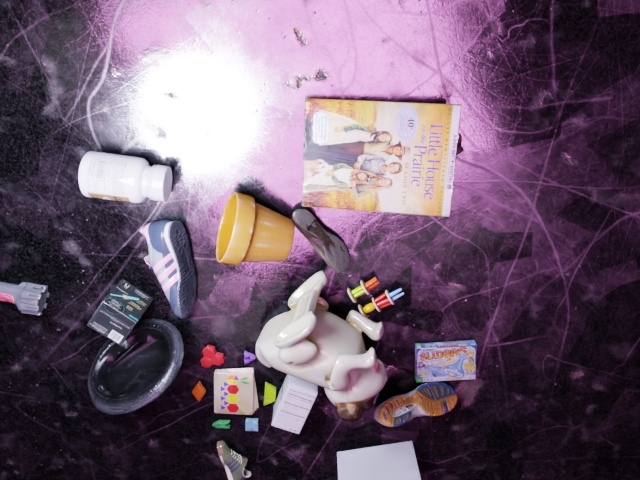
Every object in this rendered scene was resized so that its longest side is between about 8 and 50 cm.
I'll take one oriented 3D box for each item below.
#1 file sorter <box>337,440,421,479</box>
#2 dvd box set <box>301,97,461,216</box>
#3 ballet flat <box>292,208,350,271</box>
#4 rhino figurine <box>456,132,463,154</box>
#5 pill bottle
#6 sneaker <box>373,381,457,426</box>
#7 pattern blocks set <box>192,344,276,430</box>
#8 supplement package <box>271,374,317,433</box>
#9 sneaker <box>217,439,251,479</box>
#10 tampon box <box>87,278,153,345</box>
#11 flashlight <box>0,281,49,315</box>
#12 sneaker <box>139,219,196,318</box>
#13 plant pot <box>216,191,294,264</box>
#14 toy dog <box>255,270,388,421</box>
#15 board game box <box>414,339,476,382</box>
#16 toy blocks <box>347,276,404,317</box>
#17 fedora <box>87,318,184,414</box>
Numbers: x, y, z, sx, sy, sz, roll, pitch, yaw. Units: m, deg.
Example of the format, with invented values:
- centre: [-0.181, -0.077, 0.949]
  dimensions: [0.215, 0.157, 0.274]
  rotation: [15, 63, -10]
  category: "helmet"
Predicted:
- centre: [0.212, 0.859, 1.850]
  dimensions: [0.277, 0.193, 0.173]
  rotation: [-11, 113, 4]
  category: "file sorter"
- centre: [0.160, -0.230, 1.456]
  dimensions: [0.419, 0.062, 0.308]
  rotation: [5, 106, 8]
  category: "dvd box set"
- centre: [0.000, 0.000, 1.600]
  dimensions: [0.250, 0.058, 0.084]
  rotation: [46, 69, -21]
  category: "ballet flat"
- centre: [0.325, -0.206, 1.509]
  dimensions: [0.106, 0.073, 0.243]
  rotation: [32, 106, -15]
  category: "rhino figurine"
- centre: [-0.547, -0.174, 1.488]
  dimensions: [0.229, 0.131, 0.131]
  rotation: [7, 111, -3]
  category: "pill bottle"
- centre: [0.316, 0.553, 1.790]
  dimensions: [0.296, 0.131, 0.112]
  rotation: [-7, 75, -17]
  category: "sneaker"
- centre: [-0.294, 0.516, 1.805]
  dimensions: [0.285, 0.026, 0.325]
  rotation: [11, 110, -4]
  category: "pattern blocks set"
- centre: [-0.087, 0.539, 1.772]
  dimensions: [0.105, 0.105, 0.180]
  rotation: [20, 109, -7]
  category: "supplement package"
- centre: [-0.307, 0.793, 1.895]
  dimensions: [0.086, 0.064, 0.192]
  rotation: [-15, 110, -3]
  category: "sneaker"
- centre: [-0.614, 0.218, 1.620]
  dimensions: [0.120, 0.161, 0.101]
  rotation: [36, 107, -11]
  category: "tampon box"
- centre: [-1.020, 0.174, 1.638]
  dimensions: [0.303, 0.103, 0.103]
  rotation: [12, 137, -6]
  category: "flashlight"
- centre: [-0.468, 0.088, 1.615]
  dimensions: [0.130, 0.112, 0.320]
  rotation: [2, 109, 17]
  category: "sneaker"
- centre: [-0.184, -0.019, 1.525]
  dimensions: [0.187, 0.205, 0.205]
  rotation: [13, 111, -22]
  category: "plant pot"
- centre: [0.027, 0.376, 1.623]
  dimensions: [0.408, 0.285, 0.395]
  rotation: [42, 111, -16]
  category: "toy dog"
- centre: [0.418, 0.404, 1.759]
  dimensions: [0.201, 0.035, 0.136]
  rotation: [-4, 111, 2]
  category: "board game box"
- centre: [0.177, 0.166, 1.658]
  dimensions: [0.148, 0.054, 0.123]
  rotation: [-30, 108, 11]
  category: "toy blocks"
- centre: [-0.563, 0.415, 1.680]
  dimensions: [0.333, 0.334, 0.153]
  rotation: [-19, 143, 7]
  category: "fedora"
